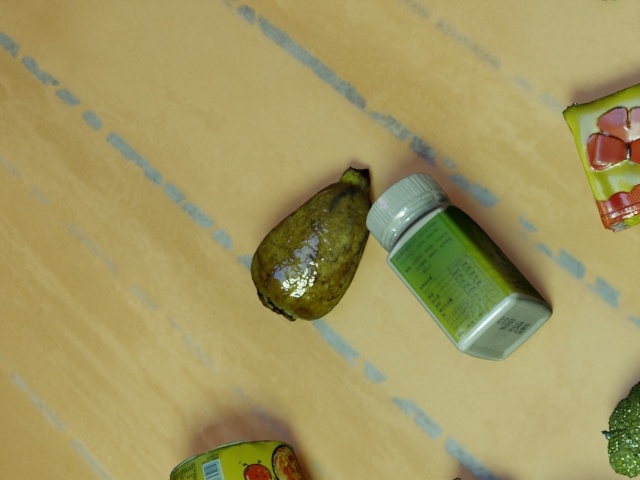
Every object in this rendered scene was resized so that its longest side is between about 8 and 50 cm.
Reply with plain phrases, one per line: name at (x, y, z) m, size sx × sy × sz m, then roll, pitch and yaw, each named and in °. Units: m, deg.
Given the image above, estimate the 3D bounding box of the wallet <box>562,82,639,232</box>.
wallet at (0.367, -0.107, 1.257) m, size 0.241 × 0.067 × 0.141 m, roll -22°, pitch 74°, yaw 22°

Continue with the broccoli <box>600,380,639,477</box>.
broccoli at (0.331, 0.183, 1.207) m, size 0.131 × 0.130 × 0.120 m, roll -17°, pitch 110°, yaw 9°

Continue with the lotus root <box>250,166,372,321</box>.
lotus root at (0.000, 0.000, 1.416) m, size 0.108 × 0.094 × 0.190 m, roll 33°, pitch 93°, yaw -7°

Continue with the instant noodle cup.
instant noodle cup at (-0.078, 0.300, 1.366) m, size 0.182 × 0.182 × 0.144 m, roll -28°, pitch 61°, yaw 21°

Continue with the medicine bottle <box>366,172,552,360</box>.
medicine bottle at (0.135, 0.026, 1.316) m, size 0.088 × 0.132 × 0.188 m, roll -45°, pitch 65°, yaw 14°

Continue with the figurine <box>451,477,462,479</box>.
figurine at (0.223, 0.301, 1.225) m, size 0.246 × 0.156 × 0.131 m, roll 25°, pitch 97°, yaw 46°
